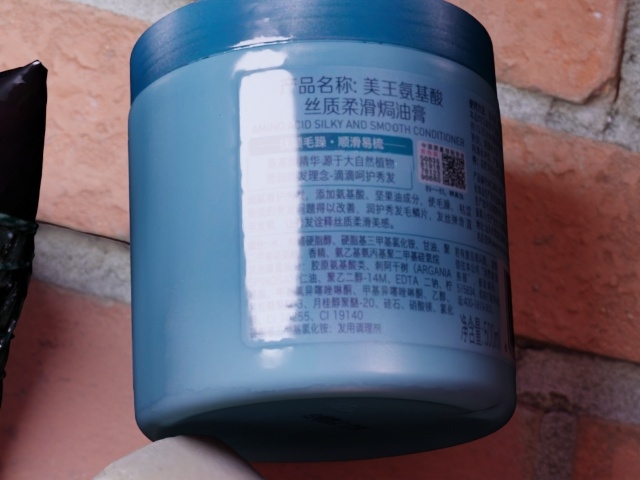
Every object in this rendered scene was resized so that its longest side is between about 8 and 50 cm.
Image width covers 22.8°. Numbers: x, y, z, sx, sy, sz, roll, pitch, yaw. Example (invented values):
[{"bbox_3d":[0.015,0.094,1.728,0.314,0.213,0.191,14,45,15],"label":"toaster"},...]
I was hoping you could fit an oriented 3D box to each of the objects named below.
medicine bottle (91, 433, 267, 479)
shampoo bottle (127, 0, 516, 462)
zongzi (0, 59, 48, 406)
[{"bbox_3d":[-0.030,0.358,1.204,0.236,0.235,0.406,-34,53,-22],"label":"medicine bottle"},{"bbox_3d":[0.000,0.000,1.373,0.331,0.331,0.342,1,72,-13],"label":"shampoo bottle"},{"bbox_3d":[-0.326,0.003,1.287,0.319,0.362,0.383,26,66,-22],"label":"zongzi"}]
